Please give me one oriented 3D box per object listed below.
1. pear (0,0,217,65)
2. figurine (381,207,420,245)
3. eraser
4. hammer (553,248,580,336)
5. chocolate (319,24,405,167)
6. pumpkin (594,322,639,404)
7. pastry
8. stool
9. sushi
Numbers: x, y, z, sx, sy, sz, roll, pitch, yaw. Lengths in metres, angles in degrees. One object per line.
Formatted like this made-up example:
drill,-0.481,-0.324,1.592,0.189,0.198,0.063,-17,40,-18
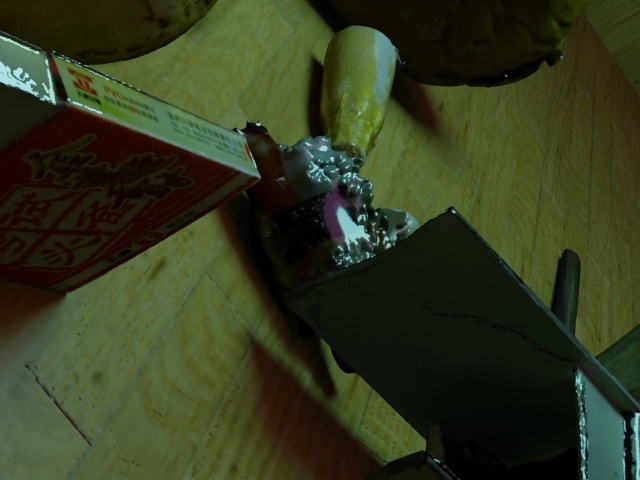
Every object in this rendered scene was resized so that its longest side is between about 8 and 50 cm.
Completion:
pear,-0.168,-0.251,0.940,0.271,0.271,0.271,45,26,-29
figurine,0.093,0.041,1.281,0.146,0.081,0.098,44,-11,-31
eraser,-0.159,-0.035,0.752,0.230,0.157,0.038,19,47,-57
hammer,0.304,0.084,1.727,0.111,0.043,0.365,53,21,-8
chocolate,0.030,-0.137,1.398,0.086,0.085,0.219,49,28,-22
pumpkin,0.317,0.257,1.350,0.332,0.199,0.332,53,22,-33
pastry,0.149,-0.332,1.574,0.356,0.356,0.164,47,35,-24
stool,0.098,0.167,0.974,0.270,0.170,0.244,46,34,-26
sushi,0.004,-0.001,1.125,0.097,0.103,0.226,-7,75,-64
